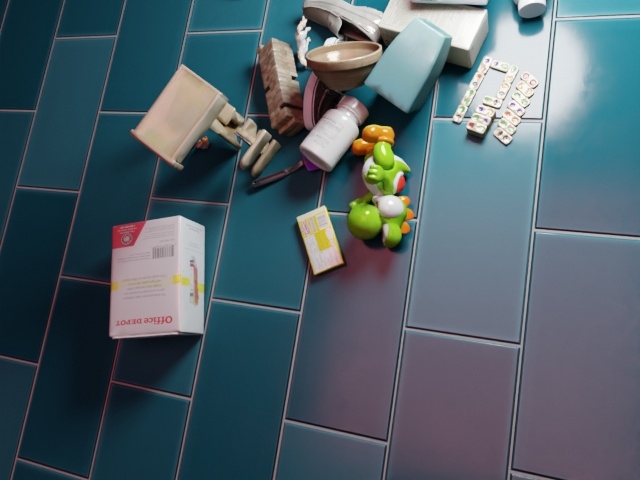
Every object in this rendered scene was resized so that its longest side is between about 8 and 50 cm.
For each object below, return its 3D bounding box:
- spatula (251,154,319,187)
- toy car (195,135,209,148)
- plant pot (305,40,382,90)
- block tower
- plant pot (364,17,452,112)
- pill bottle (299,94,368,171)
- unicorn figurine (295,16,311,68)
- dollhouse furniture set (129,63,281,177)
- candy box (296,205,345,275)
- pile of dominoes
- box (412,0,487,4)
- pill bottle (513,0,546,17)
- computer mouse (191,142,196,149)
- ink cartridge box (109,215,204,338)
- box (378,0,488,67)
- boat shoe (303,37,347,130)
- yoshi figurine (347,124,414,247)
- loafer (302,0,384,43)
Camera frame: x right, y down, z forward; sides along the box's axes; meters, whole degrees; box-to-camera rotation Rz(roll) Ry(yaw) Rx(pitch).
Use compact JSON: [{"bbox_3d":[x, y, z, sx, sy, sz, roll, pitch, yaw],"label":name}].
[{"bbox_3d":[-0.102,-0.240,1.891,0.296,0.030,0.084,-23,74,13],"label":"spatula"},{"bbox_3d":[-0.396,-0.375,2.012,0.040,0.060,0.122,42,102,-9],"label":"toy car"},{"bbox_3d":[0.077,-0.536,1.739,0.237,0.237,0.110,4,124,20],"label":"plant pot"},{"bbox_3d":[-0.133,-0.531,1.919,0.097,0.090,0.336,-30,66,43],"label":"block tower"},{"bbox_3d":[0.280,-0.538,1.691,0.165,0.165,0.234,37,120,11],"label":"plant pot"},{"bbox_3d":[0.048,-0.348,1.805,0.131,0.131,0.229,35,83,22],"label":"pill bottle"},{"bbox_3d":[-0.058,-0.679,1.943,0.060,0.162,0.111,-5,49,23],"label":"unicorn figurine"},{"bbox_3d":[-0.381,-0.346,1.796,0.362,0.394,0.257,38,92,10],"label":"dollhouse furniture set"},{"bbox_3d":[0.000,0.000,1.804,0.105,0.027,0.206,-23,71,16],"label":"candy box"},{"bbox_3d":[0.536,-0.434,1.709,0.195,0.040,0.251,26,88,22],"label":"pile of dominoes"},{"bbox_3d":[0.421,-0.838,1.727,0.231,0.127,0.262,10,47,17],"label":"box"},{"bbox_3d":[0.642,-0.790,1.715,0.108,0.108,0.194,-4,77,18],"label":"pill bottle"},{"bbox_3d":[-0.511,-0.429,2.058,0.071,0.041,0.242,-35,62,18],"label":"computer mouse"},{"bbox_3d":[-0.548,0.135,1.891,0.279,0.160,0.385,-7,76,18],"label":"ink cartridge box"},{"bbox_3d":[0.359,-0.673,1.780,0.311,0.121,0.148,25,86,22],"label":"box"},{"bbox_3d":[0.035,-0.521,1.858,0.119,0.121,0.335,13,82,21],"label":"boat shoe"},{"bbox_3d":[0.152,-0.153,1.710,0.202,0.203,0.363,-15,75,32],"label":"yoshi figurine"},{"bbox_3d":[0.071,-0.745,1.902,0.319,0.112,0.112,22,77,21],"label":"loafer"}]
